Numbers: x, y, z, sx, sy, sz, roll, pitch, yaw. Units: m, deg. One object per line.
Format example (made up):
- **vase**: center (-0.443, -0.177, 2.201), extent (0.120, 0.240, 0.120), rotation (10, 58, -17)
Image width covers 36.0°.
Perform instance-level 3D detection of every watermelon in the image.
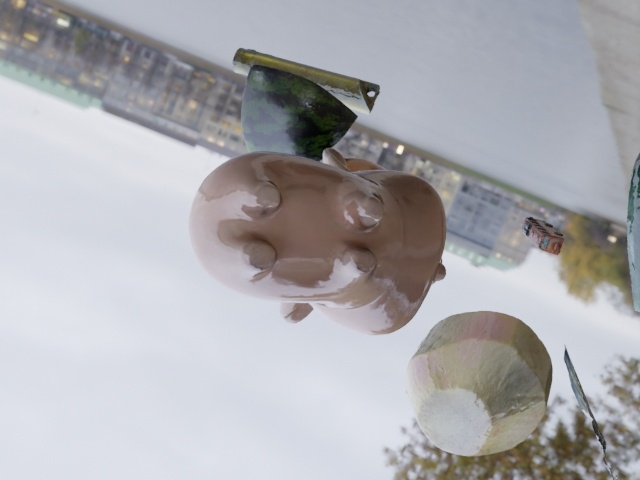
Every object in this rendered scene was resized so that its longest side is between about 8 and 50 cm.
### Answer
- **watermelon**: center (-0.057, -0.184, 1.631), extent (0.193, 0.145, 0.137), rotation (27, 169, 0)

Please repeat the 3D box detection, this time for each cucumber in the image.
- **cucumber**: center (0.487, -0.021, 1.380), extent (0.115, 0.244, 0.063), rotation (-26, -156, -22)

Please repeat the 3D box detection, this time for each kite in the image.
- **kite**: center (0.345, 0.248, 1.218), extent (0.141, 0.015, 0.245), rotation (57, -164, -53)

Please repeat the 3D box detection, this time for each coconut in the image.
- **coconut**: center (0.277, 0.240, 1.699), extent (0.259, 0.259, 0.259), rotation (22, -173, -3)

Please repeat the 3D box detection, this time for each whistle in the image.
- **whistle**: center (-0.031, -0.340, 2.065), extent (0.326, 0.068, 0.057), rotation (19, 172, 18)

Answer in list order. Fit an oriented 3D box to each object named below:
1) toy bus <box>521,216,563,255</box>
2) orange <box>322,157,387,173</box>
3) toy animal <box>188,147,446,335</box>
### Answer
- **toy bus**: center (0.335, -0.008, 1.488), extent (0.043, 0.031, 0.110), rotation (14, -166, -8)
- **orange**: center (0.045, -0.004, 1.512), extent (0.246, 0.246, 0.246), rotation (22, -173, -3)
- **toy animal**: center (0.000, 0.000, 1.170), extent (0.326, 0.237, 0.269), rotation (14, -179, -16)
